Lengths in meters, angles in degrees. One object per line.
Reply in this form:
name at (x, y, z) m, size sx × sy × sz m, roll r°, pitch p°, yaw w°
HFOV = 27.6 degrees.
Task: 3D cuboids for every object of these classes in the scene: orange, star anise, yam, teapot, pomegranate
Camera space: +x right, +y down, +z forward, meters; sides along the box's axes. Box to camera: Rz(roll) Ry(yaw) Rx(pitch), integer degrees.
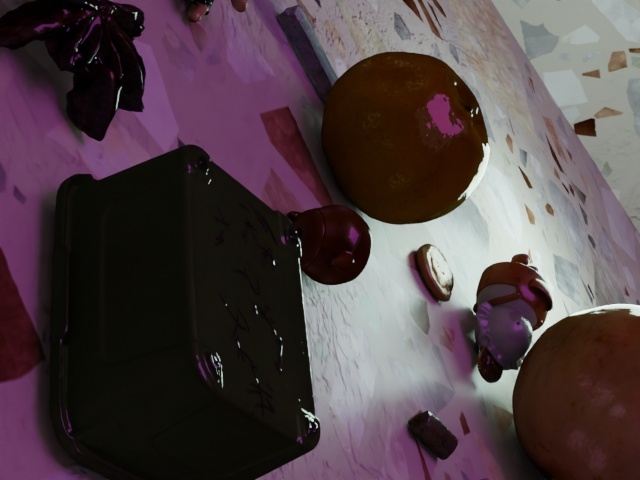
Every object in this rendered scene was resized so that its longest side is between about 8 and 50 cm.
orange at (0.135, -0.162, 2.029) m, size 0.279 × 0.235 × 0.279 m, roll 35°, pitch 46°, yaw -47°
star anise at (-0.267, -0.245, 1.419) m, size 0.282 × 0.129 × 0.212 m, roll 53°, pitch 30°, yaw -44°
yam at (0.165, 0.281, 1.879) m, size 0.094 × 0.043 × 0.043 m, roll 47°, pitch 28°, yaw -33°
teapot at (0.000, 0.000, 1.760) m, size 0.116 × 0.116 × 0.173 m, roll 46°, pitch 2°, yaw -35°
pomegranate at (0.504, 0.313, 2.181) m, size 0.411 × 0.412 × 0.411 m, roll 47°, pitch 28°, yaw -35°

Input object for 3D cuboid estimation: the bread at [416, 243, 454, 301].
bread at (0.196, 0.053, 2.207) m, size 0.110 × 0.024 × 0.110 m, roll 47°, pitch 27°, yaw -34°

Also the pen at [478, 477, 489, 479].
pen at (0.265, 0.448, 1.931) m, size 0.053 × 0.032 × 0.197 m, roll 42°, pitch 28°, yaw -43°

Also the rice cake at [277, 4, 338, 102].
rice cake at (-0.005, -0.285, 2.123) m, size 0.210 × 0.034 × 0.043 m, roll 62°, pitch 29°, yaw -7°

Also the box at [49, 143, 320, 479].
box at (-0.129, 0.078, 1.289) m, size 0.253 × 0.178 × 0.328 m, roll 36°, pitch 35°, yaw -45°

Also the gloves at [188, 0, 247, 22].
gloves at (-0.166, -0.381, 1.832) m, size 0.129 × 0.106 × 0.180 m, roll 39°, pitch 61°, yaw -43°

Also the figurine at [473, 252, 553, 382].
figurine at (0.322, 0.136, 2.285) m, size 0.143 × 0.143 × 0.271 m, roll 51°, pitch 59°, yaw -28°
